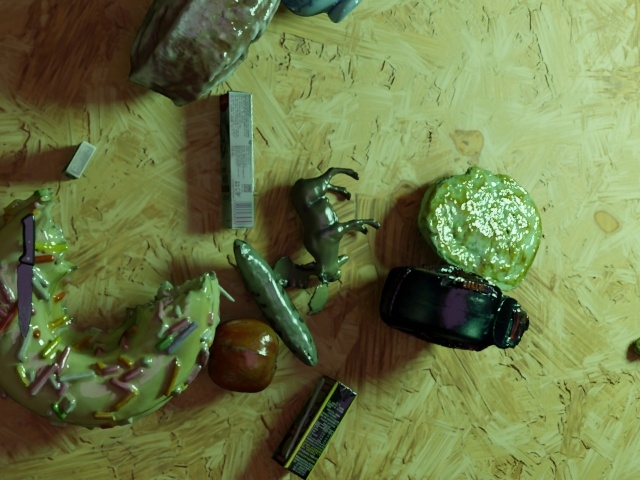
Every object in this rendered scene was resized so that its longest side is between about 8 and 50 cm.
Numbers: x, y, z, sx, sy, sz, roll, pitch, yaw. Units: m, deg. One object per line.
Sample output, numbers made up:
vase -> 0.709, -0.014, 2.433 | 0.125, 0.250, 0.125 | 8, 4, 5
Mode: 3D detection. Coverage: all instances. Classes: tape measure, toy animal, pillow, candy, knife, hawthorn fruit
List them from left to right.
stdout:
knife -> -0.398, 0.048, 1.252 | 0.023, 0.010, 0.170 | 2, 94, -12
candy -> -0.165, -0.331, 1.378 | 0.157, 0.214, 0.289 | 33, 85, -19
hawthorn fruit -> -0.123, 0.183, 1.469 | 0.128, 0.128, 0.128 | -1, 92, -21
pillow -> -0.077, 0.097, 1.493 | 0.051, 0.093, 0.241 | -35, 103, -11
toy animal -> 0.000, 0.000, 1.529 | 0.186, 0.094, 0.214 | -24, 93, -23
tape measure -> 0.208, 0.108, 1.544 | 0.223, 0.202, 0.135 | 17, 85, -34

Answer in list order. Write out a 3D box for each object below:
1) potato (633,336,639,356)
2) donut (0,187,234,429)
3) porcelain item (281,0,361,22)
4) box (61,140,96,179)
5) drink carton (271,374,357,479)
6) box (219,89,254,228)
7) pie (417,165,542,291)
potato -> 0.648, 0.206, 1.798 | 0.092, 0.045, 0.046 | 11, 124, -18
donut -> -0.343, 0.120, 1.350 | 0.371, 0.150, 0.307 | 29, 86, -12
porcelain item -> -0.039, -0.460, 1.470 | 0.141, 0.141, 0.259 | -44, 97, -14
box -> -0.360, -0.119, 1.382 | 0.024, 0.083, 0.054 | 33, 81, -18
drink carton -> -0.011, 0.307, 1.538 | 0.056, 0.071, 0.165 | 36, 78, -21
box -> -0.134, -0.127, 1.483 | 0.040, 0.055, 0.218 | -2, 93, -22
pie -> 0.283, -0.025, 1.629 | 0.248, 0.090, 0.201 | 28, 72, -20
